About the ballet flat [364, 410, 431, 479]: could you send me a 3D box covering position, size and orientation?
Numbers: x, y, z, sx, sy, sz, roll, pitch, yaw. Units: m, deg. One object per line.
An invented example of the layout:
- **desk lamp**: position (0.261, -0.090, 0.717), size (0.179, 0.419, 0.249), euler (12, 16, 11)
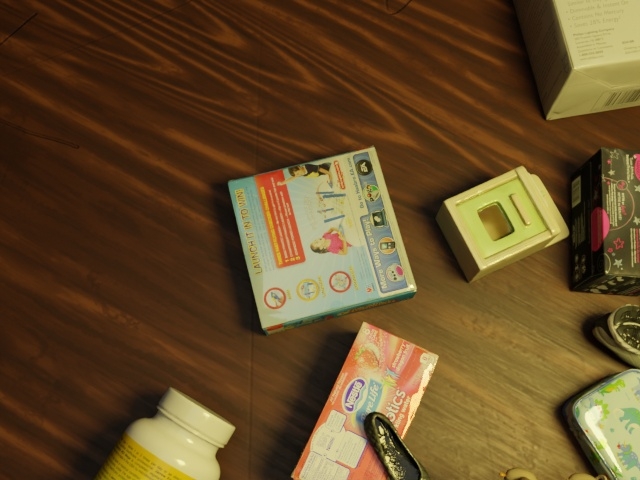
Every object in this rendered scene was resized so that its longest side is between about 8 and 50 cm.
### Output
- **ballet flat**: position (0.127, 0.361, 1.202), size (0.057, 0.049, 0.173), euler (-35, 79, -9)

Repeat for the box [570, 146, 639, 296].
- **box**: position (0.576, -0.030, 1.397), size (0.142, 0.163, 0.247), euler (6, 74, -1)

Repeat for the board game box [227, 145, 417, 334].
- **board game box**: position (0.000, 0.000, 1.435), size (0.302, 0.086, 0.308), euler (-14, 74, -3)

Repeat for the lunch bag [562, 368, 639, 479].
- **lunch bag**: position (0.567, 0.356, 1.324), size (0.176, 0.090, 0.219), euler (-29, 76, -6)

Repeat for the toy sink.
- **toy sink**: position (0.368, -0.043, 1.419), size (0.234, 0.131, 0.152), euler (-23, 76, -6)

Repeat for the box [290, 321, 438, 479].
- **box**: position (0.079, 0.318, 1.313), size (0.154, 0.142, 0.299), euler (24, 76, 6)

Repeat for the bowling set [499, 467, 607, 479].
- **bowling set**: position (0.401, 0.449, 1.083), size (0.287, 0.154, 0.199), euler (9, 92, 4)

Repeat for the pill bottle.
- **pill bottle**: position (-0.295, 0.434, 1.262), size (0.188, 0.188, 0.334), euler (30, 77, 9)

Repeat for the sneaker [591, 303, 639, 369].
- **sneaker**: position (0.633, 0.209, 1.367), size (0.272, 0.108, 0.100), euler (33, 70, -8)

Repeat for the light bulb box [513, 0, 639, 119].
- **light bulb box**: position (0.612, -0.479, 1.492), size (0.358, 0.225, 0.361), euler (-9, 73, -1)
